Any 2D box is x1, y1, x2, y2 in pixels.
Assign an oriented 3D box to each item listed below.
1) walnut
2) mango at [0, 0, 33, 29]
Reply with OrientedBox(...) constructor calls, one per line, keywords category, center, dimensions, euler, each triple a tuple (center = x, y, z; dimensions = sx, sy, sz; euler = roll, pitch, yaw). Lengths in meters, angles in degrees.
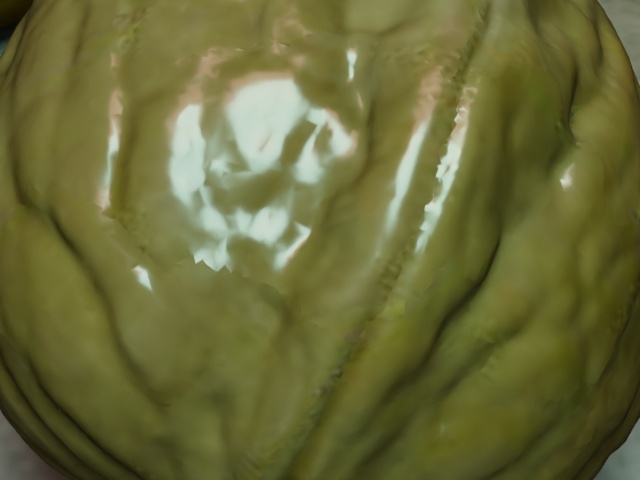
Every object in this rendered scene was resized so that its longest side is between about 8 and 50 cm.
OrientedBox(category="walnut", center=(0.000, 0.000, 0.524), dimensions=(0.228, 0.228, 0.228), euler=(1, 43, -1))
OrientedBox(category="mango", center=(-0.193, -0.137, 0.726), dimensions=(0.221, 0.120, 0.151), euler=(-24, 52, -34))
